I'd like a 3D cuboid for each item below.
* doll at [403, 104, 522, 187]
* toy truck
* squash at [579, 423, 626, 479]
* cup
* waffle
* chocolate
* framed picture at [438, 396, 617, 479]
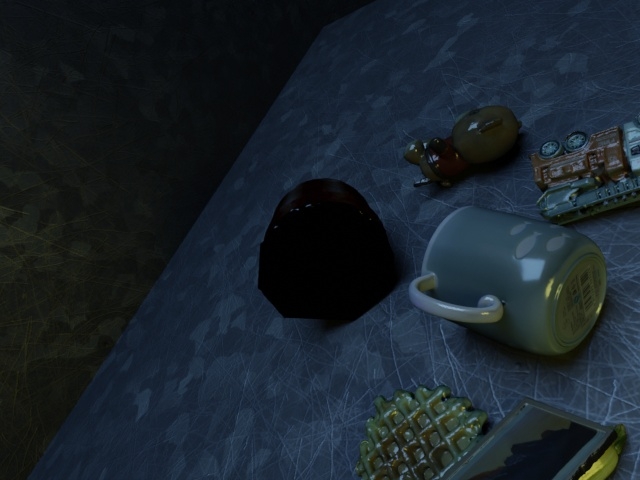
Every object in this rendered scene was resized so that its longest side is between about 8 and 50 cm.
[{"bbox_3d":[0.410,-0.271,1.448,0.330,0.235,0.174,-27,79,38],"label":"doll"},{"bbox_3d":[0.652,-0.155,1.096,0.339,0.133,0.184,-16,52,41],"label":"toy truck"},{"bbox_3d":[0.411,0.373,0.819,0.224,0.094,0.094,-36,33,1],"label":"squash"},{"bbox_3d":[0.350,0.088,0.970,0.357,0.259,0.275,-14,20,-34],"label":"cup"},{"bbox_3d":[0.195,0.439,0.994,0.292,0.056,0.309,-13,45,39],"label":"waffle"},{"bbox_3d":[0.000,0.000,1.461,0.384,0.383,0.331,-39,21,8],"label":"chocolate"},{"bbox_3d":[0.327,0.369,0.821,0.266,0.018,0.192,-33,11,-20],"label":"framed picture"}]
